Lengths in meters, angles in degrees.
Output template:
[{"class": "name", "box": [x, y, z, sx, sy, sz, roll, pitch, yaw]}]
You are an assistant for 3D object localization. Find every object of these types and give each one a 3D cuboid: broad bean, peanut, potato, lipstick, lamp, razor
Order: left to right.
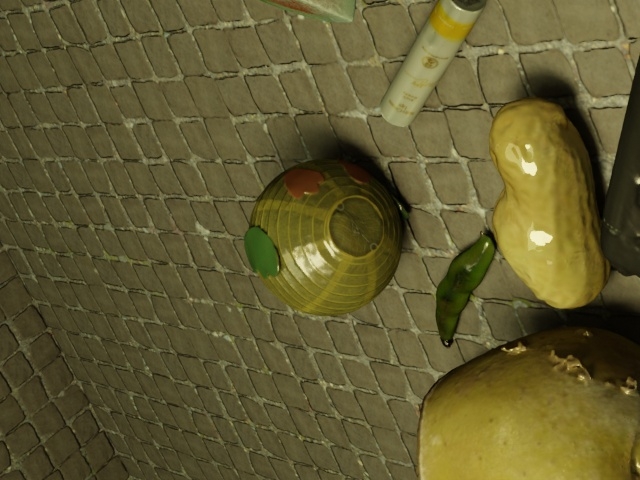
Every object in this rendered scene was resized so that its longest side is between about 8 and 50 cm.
[{"class": "lamp", "box": [0.000, 0.000, 1.968, 0.250, 0.250, 0.284, 54, 155, -5]}, {"class": "lipstick", "box": [0.148, -0.249, 1.699, 0.059, 0.059, 0.264, 45, 147, 10]}, {"class": "broad bean", "box": [0.213, 0.079, 1.956, 0.060, 0.043, 0.297, 30, 144, 11]}, {"class": "peanut", "box": [0.294, -0.043, 1.652, 0.147, 0.147, 0.319, 12, 134, 44]}, {"class": "potato", "box": [0.372, 0.325, 1.683, 0.319, 0.385, 0.442, -32, 62, 49]}, {"class": "razor", "box": [0.433, -0.081, 1.473, 0.189, 0.107, 0.327, 30, 141, 30]}]

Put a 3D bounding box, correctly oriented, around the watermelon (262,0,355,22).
[{"class": "watermelon", "box": [-0.079, -0.379, 1.706, 0.289, 0.213, 0.320, 47, 135, 4]}]
